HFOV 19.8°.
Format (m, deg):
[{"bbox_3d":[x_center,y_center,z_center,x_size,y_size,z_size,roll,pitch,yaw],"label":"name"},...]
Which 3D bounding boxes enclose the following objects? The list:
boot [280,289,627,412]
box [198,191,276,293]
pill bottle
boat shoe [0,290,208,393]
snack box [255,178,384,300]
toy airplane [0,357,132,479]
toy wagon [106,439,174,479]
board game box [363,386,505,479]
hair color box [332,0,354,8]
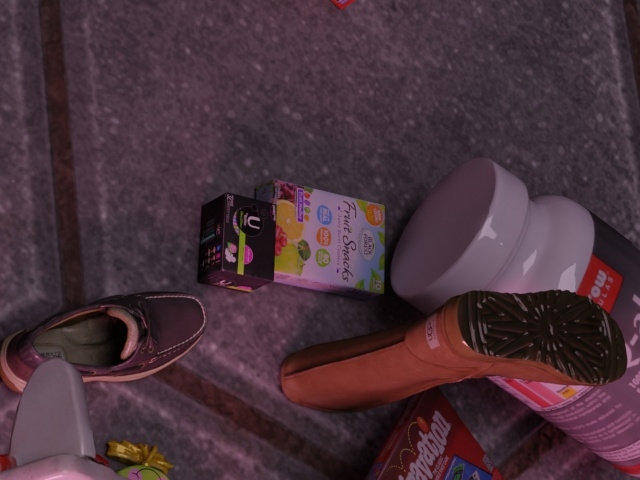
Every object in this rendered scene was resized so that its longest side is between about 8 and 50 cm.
[{"bbox_3d":[0.130,0.116,1.807,0.236,0.269,0.089,15,66,-32],"label":"boot"},{"bbox_3d":[-0.083,0.003,1.831,0.062,0.052,0.083,13,67,-30],"label":"box"},{"bbox_3d":[0.263,0.082,1.945,0.363,0.210,0.210,34,59,-21],"label":"pill bottle"},{"bbox_3d":[-0.192,0.092,1.714,0.223,0.073,0.080,-12,83,-36],"label":"boat shoe"},{"bbox_3d":[0.000,0.000,1.897,0.141,0.037,0.100,13,69,-31],"label":"snack box"},{"bbox_3d":[-0.330,0.239,1.453,0.384,0.272,0.386,31,68,10],"label":"toy airplane"},{"bbox_3d":[-0.191,0.339,1.642,0.267,0.068,0.344,25,63,-26],"label":"toy wagon"},{"bbox_3d":[0.110,0.257,1.821,0.145,0.027,0.281,54,26,-8],"label":"board game box"},{"bbox_3d":[-0.005,-0.344,1.992,0.167,0.053,0.093,41,56,-19],"label":"hair color box"}]
